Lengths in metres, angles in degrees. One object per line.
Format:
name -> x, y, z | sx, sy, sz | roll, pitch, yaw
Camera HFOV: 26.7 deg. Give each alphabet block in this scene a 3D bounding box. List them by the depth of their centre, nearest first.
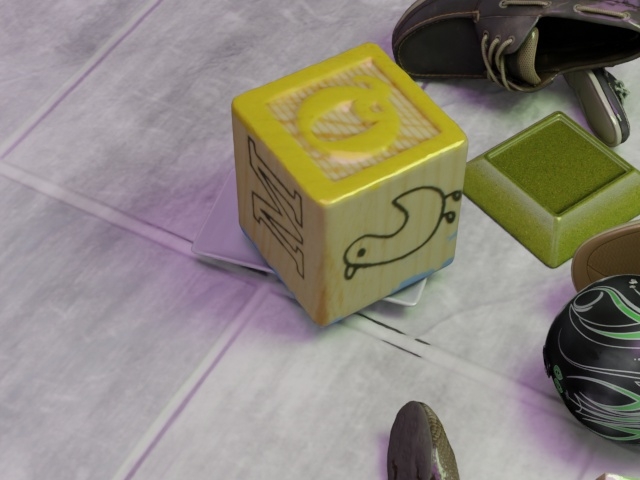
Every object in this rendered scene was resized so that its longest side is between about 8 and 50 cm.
alphabet block -> 0.028, -0.062, 1.466 | 0.192, 0.197, 0.193 | -27, 54, -21

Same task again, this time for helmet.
helmet -> 0.324, 0.128, 1.361 | 0.169, 0.169, 0.161 | -23, 36, -19

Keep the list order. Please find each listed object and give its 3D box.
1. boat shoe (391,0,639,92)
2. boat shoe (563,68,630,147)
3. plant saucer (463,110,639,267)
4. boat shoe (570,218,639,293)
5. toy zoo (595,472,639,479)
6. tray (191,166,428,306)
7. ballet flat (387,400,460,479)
boat shoe -> 0.249, -0.259, 1.673 | 0.355, 0.132, 0.130 | -11, 42, 24
boat shoe -> 0.359, -0.198, 1.709 | 0.065, 0.075, 0.206 | -11, 44, -5
plant saucer -> 0.284, -0.078, 1.621 | 0.188, 0.045, 0.188 | -30, 55, -24
boat shoe -> 0.435, 0.019, 1.504 | 0.341, 0.122, 0.110 | -5, 11, -8
toy zoo -> 0.378, 0.322, 1.177 | 0.293, 0.030, 0.192 | 12, 65, -6
tray -> 0.000, 0.000, 1.563 | 0.270, 0.030, 0.145 | 14, 49, 12
ballet flat -> 0.119, 0.267, 1.303 | 0.058, 0.084, 0.250 | 12, 44, -27
